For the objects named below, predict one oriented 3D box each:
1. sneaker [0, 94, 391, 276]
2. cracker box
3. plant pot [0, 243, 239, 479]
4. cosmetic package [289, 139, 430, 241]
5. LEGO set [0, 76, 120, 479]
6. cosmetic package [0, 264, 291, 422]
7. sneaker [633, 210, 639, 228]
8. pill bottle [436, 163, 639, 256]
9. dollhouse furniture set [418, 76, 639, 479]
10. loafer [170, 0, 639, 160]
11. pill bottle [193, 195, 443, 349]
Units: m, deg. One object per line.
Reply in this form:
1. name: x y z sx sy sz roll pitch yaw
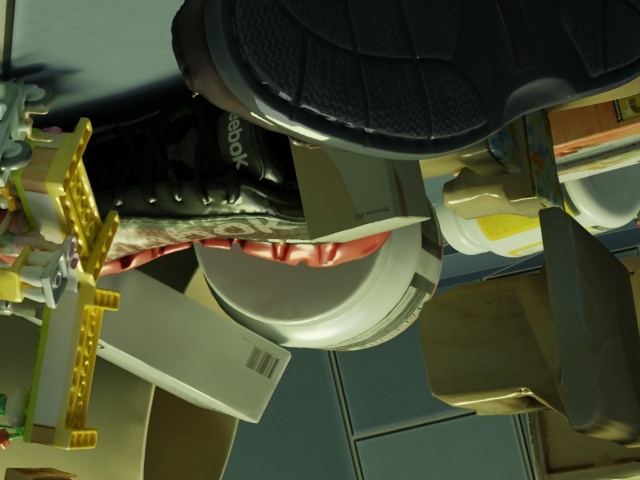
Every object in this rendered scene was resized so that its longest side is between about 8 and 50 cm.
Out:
1. sneaker: -0.083 -0.041 1.077 0.276 0.097 0.135 -2 156 -8
2. cracker box: 0.196 -0.090 1.342 0.156 0.067 0.232 -15 174 21
3. plant pot: -0.224 0.101 1.463 0.274 0.256 0.256 10 179 13
4. cosmetic package: 0.016 -0.060 0.984 0.060 0.115 0.041 -17 171 29
5. LEGO set: -0.183 0.034 1.004 0.107 0.287 0.132 9 -148 13
6. cosmetic package: -0.146 0.048 1.243 0.239 0.060 0.099 30 171 -23
7. sneaker: 0.422 -0.081 1.713 0.299 0.112 0.121 -13 174 -5
8. pill bottle: 0.192 -0.043 1.614 0.103 0.103 0.184 -8 173 -42
9. dollhouse furniture set: 0.222 0.062 1.121 0.256 0.362 0.394 -11 168 16
10. loafer: 0.041 -0.089 0.845 0.302 0.109 0.095 -11 179 -45
11. pill bottle: 0.000 0.000 1.321 0.162 0.162 0.278 -14 173 8
